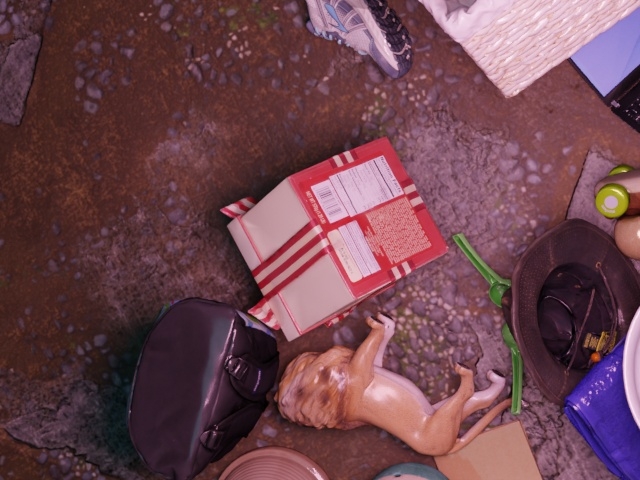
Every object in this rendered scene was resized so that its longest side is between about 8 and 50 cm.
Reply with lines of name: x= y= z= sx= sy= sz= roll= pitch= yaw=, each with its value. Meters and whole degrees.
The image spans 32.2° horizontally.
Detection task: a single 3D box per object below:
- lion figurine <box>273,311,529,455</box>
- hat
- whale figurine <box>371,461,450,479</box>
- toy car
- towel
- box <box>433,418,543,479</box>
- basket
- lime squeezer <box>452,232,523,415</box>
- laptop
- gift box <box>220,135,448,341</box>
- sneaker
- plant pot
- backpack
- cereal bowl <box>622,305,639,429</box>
lion figurine: x=0.128 y=0.274 z=1.878 sx=0.392 sy=0.142 sz=0.240 roll=28 pitch=99 yaw=9
hat: x=0.383 y=0.121 z=1.789 sx=0.134 sy=0.331 sz=0.331 roll=-1 pitch=92 yaw=53
whale figurine: x=0.172 y=0.500 z=1.893 sx=0.216 sy=0.141 sz=0.272 roll=-11 pitch=112 yaw=23
toy car: x=0.529 y=-0.022 z=1.773 sx=0.149 sy=0.155 sz=0.188 roll=-11 pitch=102 yaw=26
towel: x=0.529 y=0.221 z=1.739 sx=0.308 sy=0.076 sz=0.228 roll=-43 pitch=114 yaw=-13
box: x=0.303 y=0.428 z=1.901 sx=0.164 sy=0.021 sz=0.201 roll=-22 pitch=86 yaw=13
basket: x=0.297 y=-0.451 z=1.702 sx=0.331 sy=0.266 sz=0.328 roll=-36 pitch=55 yaw=10
lime squeezer: x=0.310 y=0.129 z=1.844 sx=0.058 sy=0.110 sz=0.310 roll=-20 pitch=83 yaw=27
laptop: x=0.549 y=-0.299 z=1.750 sx=0.234 sy=0.136 sz=0.264 roll=-43 pitch=50 yaw=6
gift box: x=0.000 y=0.000 z=1.810 sx=0.258 sy=0.276 sz=0.255 roll=-37 pitch=75 yaw=55
sneaker: x=0.049 y=-0.382 z=1.912 sx=0.122 sy=0.110 sz=0.283 roll=-41 pitch=80 yaw=29
plant pot: x=-0.091 y=0.489 z=1.950 sx=0.237 sy=0.110 sz=0.237 roll=0 pitch=91 yaw=14
backpack: x=-0.189 y=0.230 z=1.841 sx=0.273 sy=0.355 sz=0.290 roll=16 pitch=91 yaw=24
cereal bowl: x=0.610 y=0.189 z=1.594 sx=0.338 sy=0.141 sz=0.339 roll=-3 pitch=82 yaw=19
